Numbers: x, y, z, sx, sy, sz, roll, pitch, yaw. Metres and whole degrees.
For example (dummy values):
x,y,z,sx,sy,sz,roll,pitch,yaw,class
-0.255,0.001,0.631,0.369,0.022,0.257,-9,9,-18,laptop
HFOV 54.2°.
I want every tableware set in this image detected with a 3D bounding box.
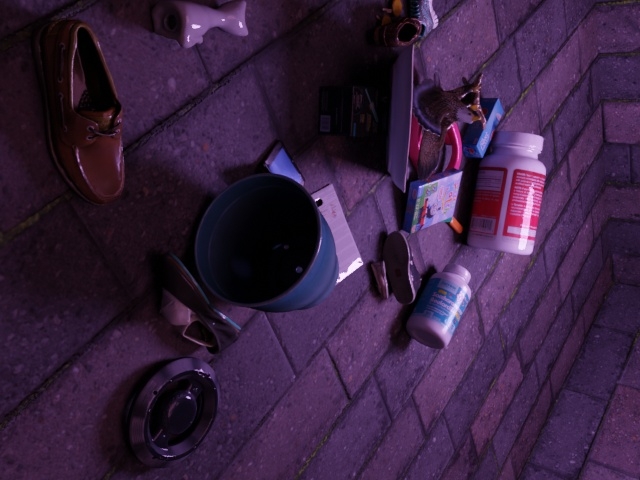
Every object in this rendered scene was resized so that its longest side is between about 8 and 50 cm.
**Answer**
x,y,z,sx,sy,sz,roll,pitch,yaw,class
0.183,-0.610,1.667,0.104,0.024,0.154,-21,113,-50,tableware set

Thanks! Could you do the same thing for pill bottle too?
x,y,z,sx,sy,sz,roll,pitch,yaw,class
0.654,-0.164,2.182,0.229,0.229,0.408,6,94,-51,pill bottle
0.390,0.204,2.012,0.264,0.146,0.146,-58,137,-25,pill bottle

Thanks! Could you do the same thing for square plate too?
x,y,z,sx,sy,sz,roll,pitch,yaw,class
0.201,-0.315,1.617,0.347,0.049,0.344,-69,162,-77,square plate

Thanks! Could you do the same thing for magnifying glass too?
x,y,z,sx,sy,sz,roll,pitch,yaw,class
0.420,-0.082,2.081,0.231,0.026,0.092,35,71,-47,magnifying glass

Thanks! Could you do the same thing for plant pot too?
x,y,z,sx,sy,sz,roll,pitch,yaw,class
-0.082,0.034,1.318,0.255,0.271,0.272,42,66,-62,plant pot

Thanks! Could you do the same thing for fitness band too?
x,y,z,sx,sy,sz,roll,pitch,yaw,class
0.350,-0.293,1.926,0.209,0.054,0.291,-55,135,-23,fitness band

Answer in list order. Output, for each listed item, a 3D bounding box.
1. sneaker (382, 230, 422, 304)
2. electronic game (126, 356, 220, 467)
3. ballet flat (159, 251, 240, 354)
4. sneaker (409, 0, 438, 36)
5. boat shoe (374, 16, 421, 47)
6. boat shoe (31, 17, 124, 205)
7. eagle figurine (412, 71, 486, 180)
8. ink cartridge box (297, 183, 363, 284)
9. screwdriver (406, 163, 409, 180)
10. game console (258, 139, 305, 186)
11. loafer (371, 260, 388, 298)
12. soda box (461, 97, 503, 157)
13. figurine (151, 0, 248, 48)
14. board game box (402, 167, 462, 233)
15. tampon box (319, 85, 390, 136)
x,y,z,sx,sy,sz,roll,pitch,yaw,class
0.246,0.069,1.874,0.118,0.083,0.222,-38,122,-63,sneaker
-0.296,0.351,1.282,0.229,0.048,0.230,-17,112,-49,electronic game
-0.255,0.143,1.254,0.096,0.095,0.280,-48,133,-17,ballet flat
0.276,-0.639,1.743,0.076,0.065,0.166,-58,135,-19,sneaker
0.223,-0.549,1.653,0.207,0.073,0.073,-38,125,-45,boat shoe
-0.377,-0.195,1.008,0.110,0.104,0.308,-35,124,-41,boat shoe
0.336,-0.339,1.719,0.298,0.225,0.226,-38,96,-18,eagle figurine
0.000,0.000,1.579,0.189,0.066,0.233,-33,102,-42,ink cartridge box
0.245,-0.257,1.830,0.025,0.024,0.170,-10,101,-19,screwdriver
-0.069,-0.135,1.422,0.085,0.124,0.144,-38,131,-6,game console
0.173,0.115,1.818,0.045,0.039,0.125,-80,162,-60,loafer
0.550,-0.385,2.132,0.071,0.067,0.210,49,61,-44,soda box
-0.214,-0.476,1.164,0.209,0.092,0.215,-29,121,-49,figurine
0.342,-0.123,1.912,0.211,0.039,0.160,-21,129,-39,board game box
0.086,-0.319,1.549,0.161,0.101,0.121,-11,108,-50,tampon box
